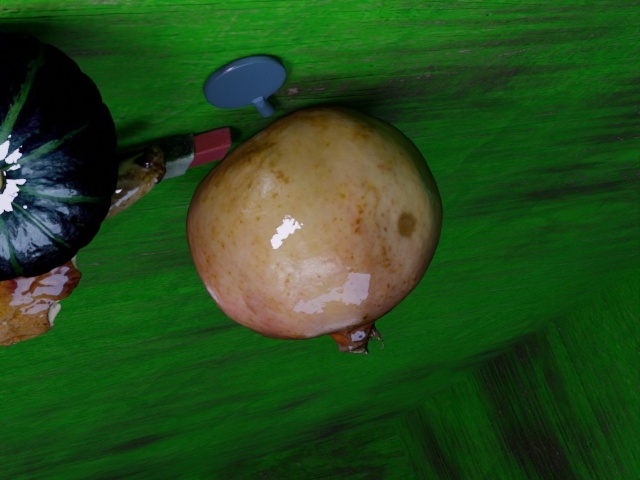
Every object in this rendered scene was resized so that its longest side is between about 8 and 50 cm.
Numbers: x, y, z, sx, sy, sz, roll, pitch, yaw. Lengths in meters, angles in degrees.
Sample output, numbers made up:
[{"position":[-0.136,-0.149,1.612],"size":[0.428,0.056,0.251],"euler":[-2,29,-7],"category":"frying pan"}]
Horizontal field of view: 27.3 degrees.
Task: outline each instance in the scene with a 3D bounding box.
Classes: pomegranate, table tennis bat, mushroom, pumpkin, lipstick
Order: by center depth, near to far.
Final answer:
[{"position":[-0.318,-0.088,1.271],"size":[0.248,0.248,0.248],"euler":[-20,163,-6],"category":"pumpkin"},{"position":[-0.312,0.007,1.473],"size":[0.301,0.208,0.233],"euler":[9,130,-40],"category":"mushroom"},{"position":[-0.084,-0.181,1.574],"size":[0.100,0.019,0.155],"euler":[-24,161,8],"category":"table tennis bat"},{"position":[-0.251,-0.082,1.614],"size":[0.312,0.051,0.051],"euler":[-15,160,-22],"category":"lipstick"},{"position":[0.000,0.000,1.711],"size":[0.338,0.338,0.338],"euler":[-20,163,-6],"category":"pomegranate"}]
